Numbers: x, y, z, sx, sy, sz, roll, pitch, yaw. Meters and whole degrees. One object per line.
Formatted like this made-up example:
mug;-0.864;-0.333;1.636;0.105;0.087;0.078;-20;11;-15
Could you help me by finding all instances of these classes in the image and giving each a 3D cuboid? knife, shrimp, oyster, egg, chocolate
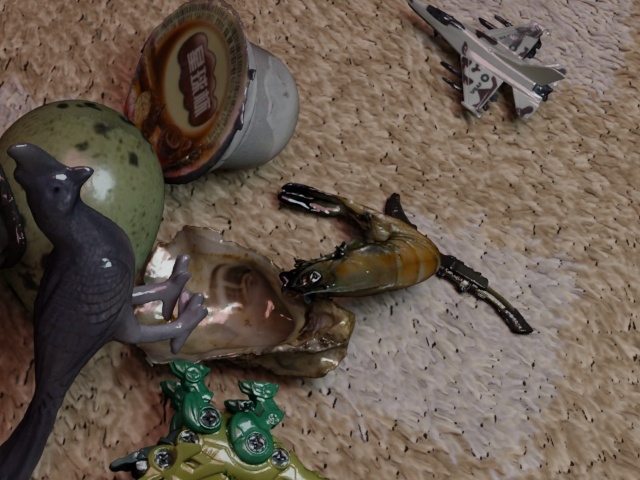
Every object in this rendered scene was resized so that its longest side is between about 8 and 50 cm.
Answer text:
knife;0.148;0.031;1.211;0.045;0.021;0.222;-38;74;-29
shrimp;0.000;0.000;1.125;0.198;0.051;0.262;31;28;31
oyster;-0.076;0.080;1.106;0.233;0.107;0.161;10;68;14
egg;-0.244;-0.027;1.075;0.177;0.177;0.228;4;82;-9
chocolate;-0.104;-0.142;1.183;0.147;0.221;0.221;21;50;-47

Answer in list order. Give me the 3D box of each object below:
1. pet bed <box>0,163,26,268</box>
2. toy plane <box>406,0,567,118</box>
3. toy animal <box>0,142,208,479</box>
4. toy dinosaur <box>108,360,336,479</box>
pet bed;-0.393;-0.002;0.993;0.183;0.211;0.159;50;35;-12
toy plane;0.199;-0.229;1.337;0.234;0.082;0.160;33;70;23
toy animal;-0.202;0.067;0.985;0.206;0.367;0.081;-10;36;-38
toy dinosaur;-0.071;0.203;1.039;0.259;0.094;0.153;7;62;-17
